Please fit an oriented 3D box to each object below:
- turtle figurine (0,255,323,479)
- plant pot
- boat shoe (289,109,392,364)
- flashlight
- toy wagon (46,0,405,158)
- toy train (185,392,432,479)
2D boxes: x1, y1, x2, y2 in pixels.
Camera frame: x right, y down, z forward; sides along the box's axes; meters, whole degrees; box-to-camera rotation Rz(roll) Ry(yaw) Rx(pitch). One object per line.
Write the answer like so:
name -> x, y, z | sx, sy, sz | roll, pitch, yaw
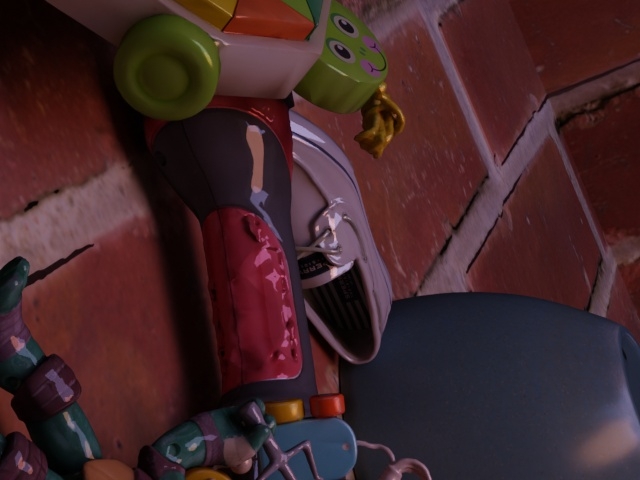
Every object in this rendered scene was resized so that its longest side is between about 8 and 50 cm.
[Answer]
turtle figurine -> -0.084, 0.124, 0.719 | 0.234, 0.118, 0.175 | 45, 12, -19
plant pot -> 0.167, 0.159, 1.241 | 0.290, 0.195, 0.290 | 54, 23, -37
boat shoe -> 0.000, 0.000, 1.121 | 0.226, 0.083, 0.076 | 53, 23, -40
flashlight -> -0.050, 0.021, 0.954 | 0.103, 0.103, 0.304 | 121, -36, -61
toy wagon -> -0.081, -0.172, 0.918 | 0.344, 0.068, 0.267 | 32, 32, -15
toy train -> -0.025, 0.160, 0.847 | 0.125, 0.166, 0.046 | 44, -6, -5
